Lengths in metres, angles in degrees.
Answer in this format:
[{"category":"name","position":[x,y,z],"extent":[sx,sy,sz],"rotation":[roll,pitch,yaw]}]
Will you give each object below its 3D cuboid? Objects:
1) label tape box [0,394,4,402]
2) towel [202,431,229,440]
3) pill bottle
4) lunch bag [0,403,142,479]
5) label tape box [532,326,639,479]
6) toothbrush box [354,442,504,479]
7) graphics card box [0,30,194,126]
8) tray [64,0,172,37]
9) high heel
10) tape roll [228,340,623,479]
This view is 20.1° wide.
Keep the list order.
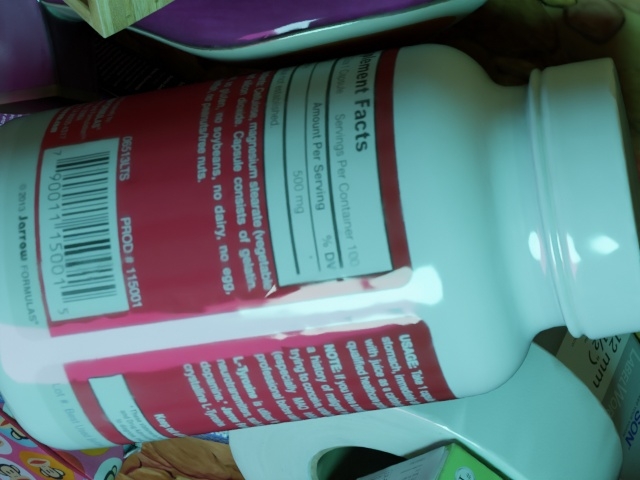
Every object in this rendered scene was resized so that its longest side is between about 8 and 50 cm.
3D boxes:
[{"category":"label tape box","position":[-0.331,0.075,1.632],"extent":[0.334,0.106,0.240],"rotation":[31,-179,16]},{"category":"towel","position":[-0.060,0.165,1.600],"extent":[0.243,0.040,0.336],"rotation":[3,170,39]},{"category":"pill bottle","position":[0.000,0.000,1.162],"extent":[0.408,0.229,0.229],"rotation":[-9,138,12]},{"category":"lunch bag","position":[-0.338,0.212,1.958],"extent":[0.258,0.120,0.293],"rotation":[45,145,-24]},{"category":"label tape box","position":[0.127,0.111,1.441],"extent":[0.249,0.115,0.347],"rotation":[-1,140,39]},{"category":"toothbrush box","position":[0.124,0.288,1.286],"extent":[0.283,0.122,0.206],"rotation":[36,148,-16]},{"category":"graphics card box","position":[-0.272,-0.083,1.421],"extent":[0.371,0.094,0.232],"rotation":[27,122,2]},{"category":"tray","position":[-0.180,-0.329,0.995],"extent":[0.203,0.076,0.411],"rotation":[42,155,34]},{"category":"high heel","position":[-0.075,-0.198,1.197],"extent":[0.377,0.181,0.127],"rotation":[-7,175,17]},{"category":"tape roll","position":[0.079,0.160,1.346],"extent":[0.286,0.100,0.286],"rotation":[19,146,13]}]
